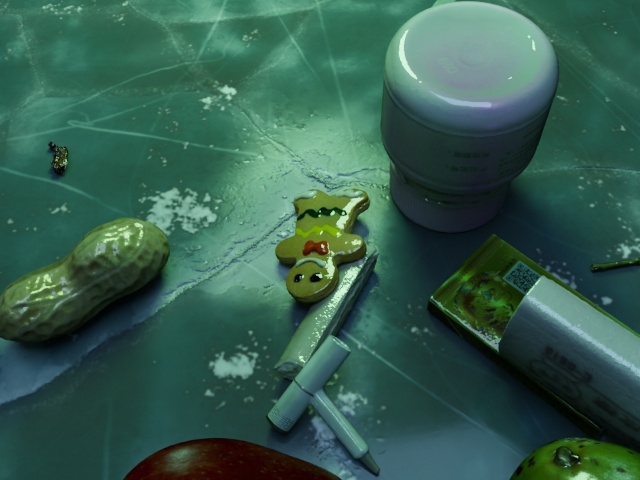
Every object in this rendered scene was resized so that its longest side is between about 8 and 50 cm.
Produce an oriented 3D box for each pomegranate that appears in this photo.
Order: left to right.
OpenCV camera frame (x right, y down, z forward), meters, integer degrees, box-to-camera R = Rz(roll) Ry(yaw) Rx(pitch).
[{"bbox_3d":[0.336,0.363,0.852,0.211,0.211,0.263,-23,100,-12],"label":"pomegranate"}]

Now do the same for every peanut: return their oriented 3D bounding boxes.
[{"bbox_3d":[-0.374,0.062,1.095,0.298,0.136,0.120,-35,65,-18],"label":"peanut"}]

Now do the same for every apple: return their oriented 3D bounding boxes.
[{"bbox_3d":[-0.100,0.379,0.798,0.317,0.288,0.288,6,57,-5],"label":"apple"}]

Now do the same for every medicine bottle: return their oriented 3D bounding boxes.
[{"bbox_3d":[0.224,-0.185,1.122,0.256,0.324,0.256,-2,58,2],"label":"medicine bottle"}]

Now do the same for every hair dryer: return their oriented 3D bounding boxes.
[{"bbox_3d":[0.038,0.249,0.994,0.183,0.044,0.155,37,93,9],"label":"hair dryer"}]

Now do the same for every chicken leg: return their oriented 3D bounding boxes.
[{"bbox_3d":[-0.492,-0.159,1.313,0.036,0.021,0.083,-21,57,-1],"label":"chicken leg"}]

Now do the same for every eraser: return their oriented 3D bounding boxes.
[{"bbox_3d":[0.375,0.177,0.916,0.270,0.174,0.095,35,67,21],"label":"eraser"}]

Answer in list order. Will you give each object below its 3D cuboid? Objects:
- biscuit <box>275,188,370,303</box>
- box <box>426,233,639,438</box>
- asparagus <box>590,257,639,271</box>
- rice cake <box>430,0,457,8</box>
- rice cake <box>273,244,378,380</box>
[{"bbox_3d":[-0.001,-0.001,1.149,0.158,0.035,0.240,-6,47,21],"label":"biscuit"},{"bbox_3d":[0.339,0.136,1.073,0.311,0.043,0.173,38,66,23],"label":"box"},{"bbox_3d":[0.503,0.036,1.149,0.114,0.015,0.014,-10,55,-3],"label":"asparagus"},{"bbox_3d":[0.222,-0.425,1.448,0.045,0.042,0.245,20,60,18],"label":"rice cake"},{"bbox_3d":[0.014,0.110,1.097,0.057,0.052,0.256,21,60,19],"label":"rice cake"}]
